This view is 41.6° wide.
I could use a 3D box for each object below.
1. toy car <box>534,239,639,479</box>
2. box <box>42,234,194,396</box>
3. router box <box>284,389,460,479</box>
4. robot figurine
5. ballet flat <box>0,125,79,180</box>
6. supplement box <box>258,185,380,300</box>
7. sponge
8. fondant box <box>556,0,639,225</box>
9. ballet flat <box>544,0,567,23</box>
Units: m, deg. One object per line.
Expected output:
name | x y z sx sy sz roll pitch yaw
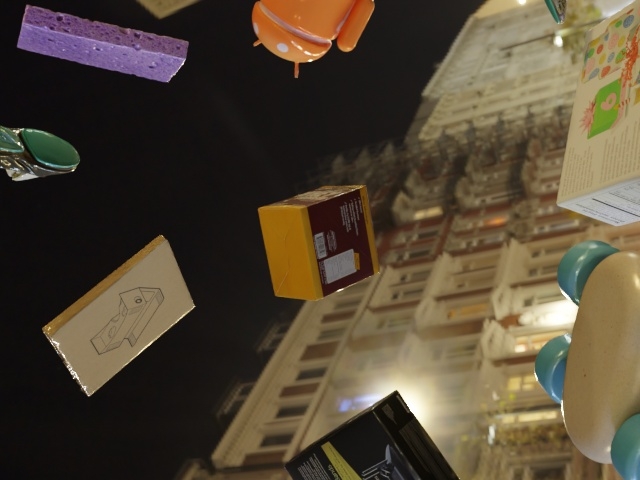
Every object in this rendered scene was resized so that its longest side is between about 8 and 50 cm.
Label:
toy car | 0.370 0.121 0.821 0.219 0.238 0.210 -119 37 -73
box | -0.273 0.106 1.169 0.201 0.021 0.164 -41 -32 -23
router box | 0.115 0.428 1.347 0.081 0.243 0.309 -24 -103 -51
robot figurine | -0.014 -0.344 1.183 0.158 0.219 0.128 19 -151 -24
ballet flat | -0.573 -0.164 1.572 0.095 0.096 0.280 64 -162 15
supplement box | 0.000 0.000 1.740 0.194 0.129 0.191 -21 -74 -41
sponge | -0.294 -0.261 1.131 0.210 0.117 0.031 10 -97 -20
fondant box | 0.400 -0.166 0.900 0.096 0.330 0.238 18 -104 -16
ballet flat | 0.290 -0.323 1.063 0.041 0.041 0.114 37 -154 -55
